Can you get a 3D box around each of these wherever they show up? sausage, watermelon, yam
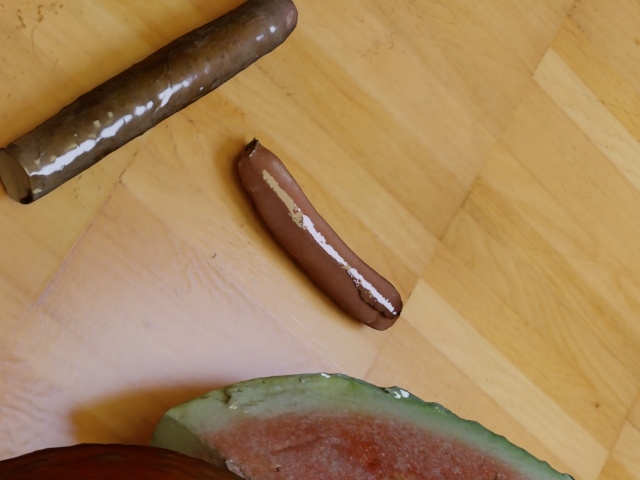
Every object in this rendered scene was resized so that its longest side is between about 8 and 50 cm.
[{"bbox_3d":[-0.001,0.000,1.142,0.177,0.040,0.047,47,62,-20],"label":"sausage"},{"bbox_3d":[0.034,0.204,1.038,0.310,0.193,0.231,24,49,-38],"label":"watermelon"},{"bbox_3d":[-0.112,-0.107,1.073,0.264,0.046,0.046,-36,105,-31],"label":"yam"}]

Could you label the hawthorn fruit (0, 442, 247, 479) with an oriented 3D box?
[{"bbox_3d":[-0.127,0.285,0.802,0.403,0.403,0.402,4,82,-34],"label":"hawthorn fruit"}]
